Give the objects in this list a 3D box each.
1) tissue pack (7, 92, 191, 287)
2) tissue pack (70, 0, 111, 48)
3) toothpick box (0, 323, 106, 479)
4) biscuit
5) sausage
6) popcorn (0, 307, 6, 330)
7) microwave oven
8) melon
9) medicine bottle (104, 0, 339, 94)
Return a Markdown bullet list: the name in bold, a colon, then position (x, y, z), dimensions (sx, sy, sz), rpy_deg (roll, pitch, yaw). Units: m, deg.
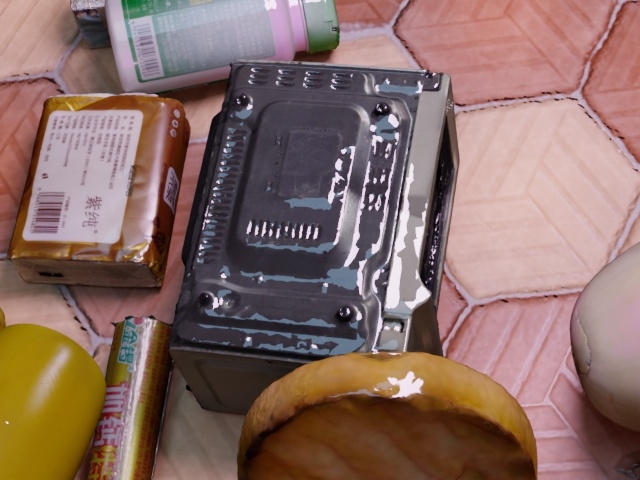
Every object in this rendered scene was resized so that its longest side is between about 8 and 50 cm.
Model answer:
- **tissue pack**: position (-0.260, -0.062, 1.663), dimensions (0.183, 0.092, 0.226), rpy_deg (3, 63, 11)
- **tissue pack**: position (-0.279, -0.299, 1.783), dimensions (0.058, 0.094, 0.074), rpy_deg (-1, 65, 8)
- **toothpick box**: position (-0.329, 0.213, 1.419), dimensions (0.175, 0.175, 0.271), rpy_deg (10, 42, 14)
- **biscuit**: position (0.065, 0.212, 1.367), dimensions (0.296, 0.296, 0.102), rpy_deg (-3, 44, 8)
- **sausage**: position (-0.219, 0.265, 1.503), dimensions (0.082, 0.082, 0.371), rpy_deg (2, 65, 10)
- **popcorn**: position (-0.494, 0.114, 1.530), dimensions (0.276, 0.225, 0.276), rpy_deg (3, 44, -3)
- **microwave oven**: position (0.000, 0.000, 1.518), dimensions (0.286, 0.218, 0.355), rpy_deg (6, 65, 11)
- **melon**: position (0.408, 0.084, 1.405), dimensions (0.317, 0.223, 0.223), rpy_deg (-13, 62, 2)
- **medicine bottle**: position (-0.117, -0.261, 1.710), dimensions (0.274, 0.133, 0.133), rpy_deg (-11, 62, -2)
